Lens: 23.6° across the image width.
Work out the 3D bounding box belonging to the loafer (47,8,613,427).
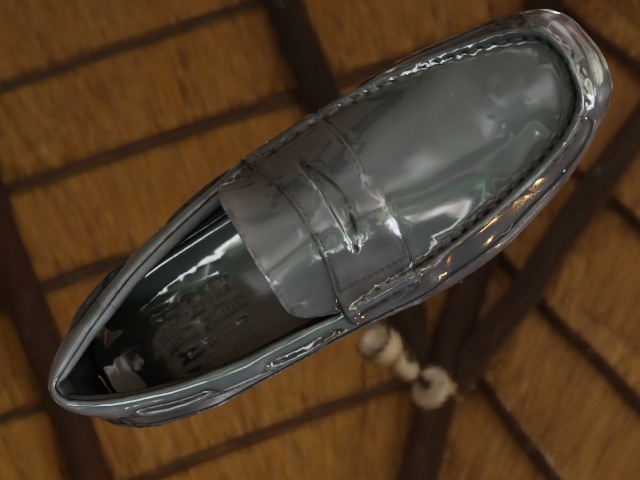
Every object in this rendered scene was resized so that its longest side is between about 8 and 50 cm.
[{"bbox_3d":[0.000,0.000,0.524,0.223,0.076,0.078,-34,174,21],"label":"loafer"}]
